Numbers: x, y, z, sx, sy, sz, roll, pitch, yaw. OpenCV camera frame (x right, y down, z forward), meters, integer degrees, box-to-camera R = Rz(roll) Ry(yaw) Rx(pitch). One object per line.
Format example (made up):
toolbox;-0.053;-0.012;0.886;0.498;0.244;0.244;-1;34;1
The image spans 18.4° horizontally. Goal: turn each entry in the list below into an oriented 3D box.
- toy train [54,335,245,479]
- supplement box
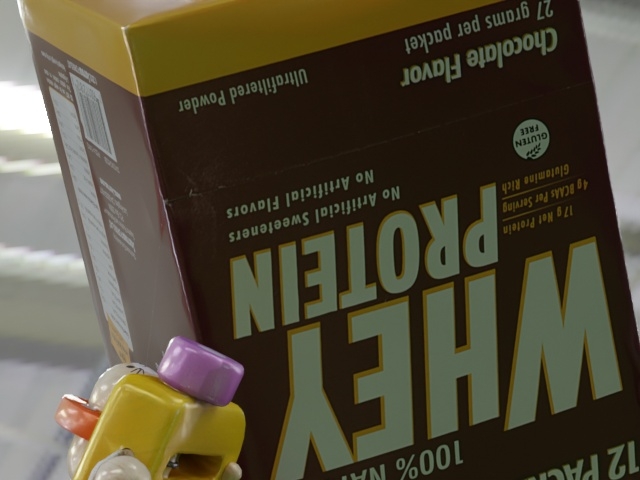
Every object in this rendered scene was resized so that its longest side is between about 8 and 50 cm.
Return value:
toy train;-0.063;0.086;0.472;0.046;0.125;0.166;25;-26;19
supplement box;0.000;0.000;0.633;0.129;0.191;0.194;-16;-74;-14
